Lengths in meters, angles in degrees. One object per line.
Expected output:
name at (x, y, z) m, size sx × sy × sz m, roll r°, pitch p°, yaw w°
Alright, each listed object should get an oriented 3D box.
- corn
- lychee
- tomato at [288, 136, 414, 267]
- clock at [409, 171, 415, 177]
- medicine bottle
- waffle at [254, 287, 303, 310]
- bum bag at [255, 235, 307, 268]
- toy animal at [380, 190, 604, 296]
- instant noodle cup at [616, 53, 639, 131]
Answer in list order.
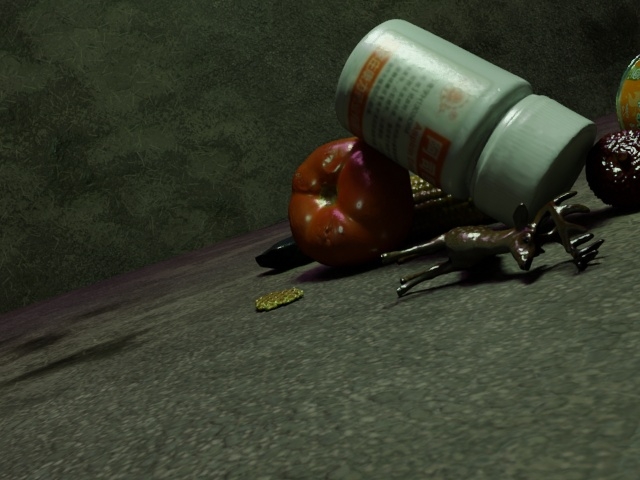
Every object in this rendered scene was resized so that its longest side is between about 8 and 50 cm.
corn at (0.239, -0.077, 1.334) m, size 0.347 × 0.130 × 0.130 m, roll -11°, pitch 9°, yaw 30°
lychee at (0.455, -0.107, 1.005) m, size 0.123 × 0.123 × 0.129 m, roll -13°, pitch 1°, yaw 37°
tomato at (0.061, -0.061, 1.258) m, size 0.260 × 0.260 × 0.180 m, roll -12°, pitch -22°, yaw 43°
clock at (0.425, -0.292, 2.126) m, size 0.376 × 0.250 × 0.368 m, roll -22°, pitch 3°, yaw 20°
medicine bottle at (0.220, -0.184, 1.079) m, size 0.371 × 0.211 × 0.211 m, roll 37°, pitch 38°, yaw 26°
waffle at (-0.069, 0.097, 1.132) m, size 0.085 × 0.016 × 0.078 m, roll -18°, pitch 10°, yaw -2°
bum bag at (0.000, 0.000, 1.550) m, size 0.310 × 0.074 × 0.137 m, roll -19°, pitch -4°, yaw -18°
toy animal at (0.211, 0.001, 0.880) m, size 0.260 × 0.087 × 0.243 m, roll -19°, pitch 7°, yaw 14°
instant noodle cup at (0.683, -0.248, 1.226) m, size 0.230 × 0.230 × 0.182 m, roll -18°, pitch 16°, yaw -1°
